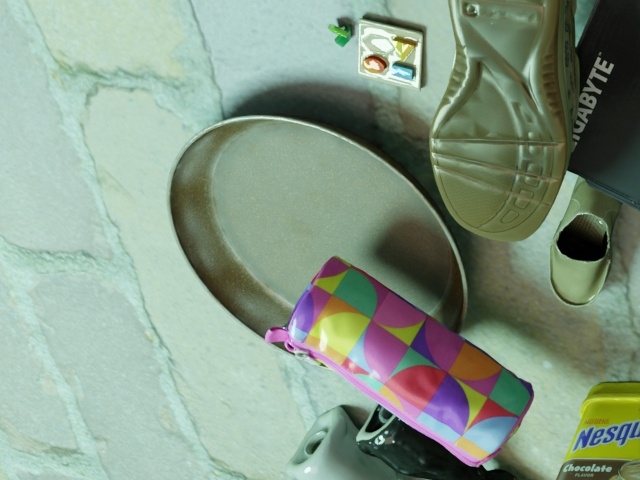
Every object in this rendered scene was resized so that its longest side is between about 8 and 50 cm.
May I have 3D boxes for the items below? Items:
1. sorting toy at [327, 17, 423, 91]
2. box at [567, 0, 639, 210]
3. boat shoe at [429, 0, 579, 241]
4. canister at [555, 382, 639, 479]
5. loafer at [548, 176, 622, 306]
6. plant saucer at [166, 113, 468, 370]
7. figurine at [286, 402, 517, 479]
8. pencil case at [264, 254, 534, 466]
[{"bbox_3d":[0.044,-0.155,1.118,0.083,0.012,0.062,16,136,19],"label":"sorting toy"},{"bbox_3d":[0.328,-0.112,0.933,0.293,0.073,0.295,26,138,8],"label":"box"},{"bbox_3d":[0.142,-0.124,0.962,0.105,0.089,0.285,17,133,18],"label":"boat shoe"},{"bbox_3d":[0.273,0.210,1.195,0.126,0.170,0.073,-3,127,35],"label":"canister"},{"bbox_3d":[0.217,0.006,1.129,0.056,0.050,0.148,18,136,19],"label":"loafer"},{"bbox_3d":[0.000,0.000,1.267,0.311,0.050,0.310,17,136,17],"label":"plant saucer"},{"bbox_3d":[0.101,0.259,1.424,0.209,0.092,0.215,42,140,-14],"label":"figurine"},{"bbox_3d":[0.073,0.112,1.216,0.236,0.104,0.104,31,139,3],"label":"pencil case"}]
